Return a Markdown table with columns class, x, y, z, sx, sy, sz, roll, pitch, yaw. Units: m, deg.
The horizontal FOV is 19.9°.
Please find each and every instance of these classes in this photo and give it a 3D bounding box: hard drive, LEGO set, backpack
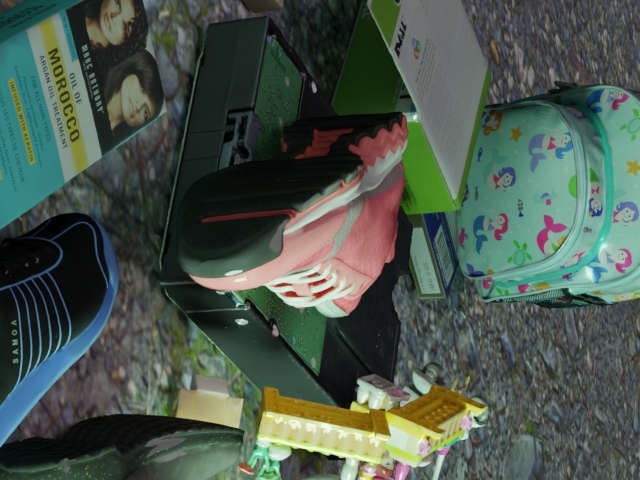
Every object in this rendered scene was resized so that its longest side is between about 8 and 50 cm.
| class | x | y | z | sx | sy | sz | roll | pitch | yaw |
| --- | --- | --- | --- | --- | --- | --- | --- | --- | --- |
| hard drive | -0.018 | 0.009 | 1.486 | 0.339 | 0.064 | 0.237 | 52 | 39 | -54 |
| LEGO set | 0.017 | 0.166 | 1.375 | 0.287 | 0.132 | 0.107 | -1 | 112 | -42 |
| backpack | 0.263 | -0.047 | 1.836 | 0.191 | 0.253 | 0.225 | 8 | 80 | -47 |

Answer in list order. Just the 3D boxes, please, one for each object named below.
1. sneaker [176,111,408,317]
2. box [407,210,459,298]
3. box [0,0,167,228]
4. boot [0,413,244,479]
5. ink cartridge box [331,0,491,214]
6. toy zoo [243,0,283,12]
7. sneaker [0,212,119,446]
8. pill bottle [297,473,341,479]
| class | x | y | z | sx | sy | sz | roll | pitch | yaw |
| --- | --- | --- | --- | --- | --- | --- | --- | --- | --- |
| sneaker | 0.001 | 0.000 | 1.308 | 0.314 | 0.116 | 0.136 | -38 | 122 | -63 |
| box | 0.125 | -0.060 | 1.873 | 0.225 | 0.036 | 0.136 | -62 | 142 | -50 |
| box | -0.179 | -0.087 | 1.124 | 0.244 | 0.060 | 0.101 | -47 | 128 | -60 |
| boot | -0.135 | 0.201 | 1.179 | 0.246 | 0.083 | 0.161 | -6 | 99 | -62 |
| ink cartridge box | 0.064 | -0.175 | 1.676 | 0.255 | 0.097 | 0.189 | 62 | 33 | -41 |
| toy zoo | -0.063 | -0.359 | 1.489 | 0.192 | 0.030 | 0.293 | 48 | 43 | -55 |
| sneaker | -0.187 | 0.038 | 1.056 | 0.232 | 0.081 | 0.090 | -63 | 149 | -50 |
| pill bottle | 0.029 | 0.270 | 1.492 | 0.180 | 0.108 | 0.108 | 51 | 41 | -53 |
